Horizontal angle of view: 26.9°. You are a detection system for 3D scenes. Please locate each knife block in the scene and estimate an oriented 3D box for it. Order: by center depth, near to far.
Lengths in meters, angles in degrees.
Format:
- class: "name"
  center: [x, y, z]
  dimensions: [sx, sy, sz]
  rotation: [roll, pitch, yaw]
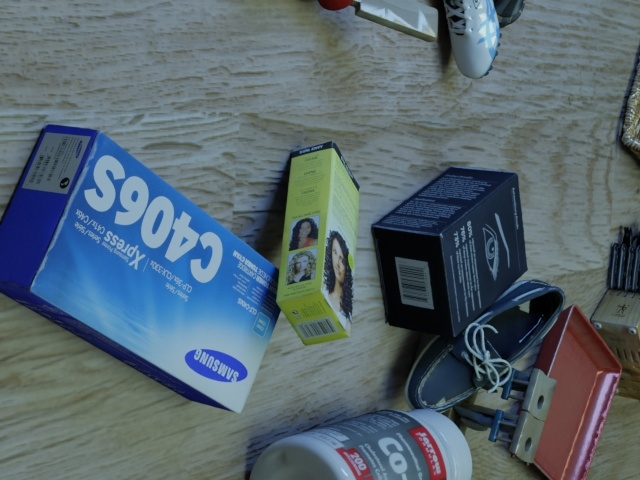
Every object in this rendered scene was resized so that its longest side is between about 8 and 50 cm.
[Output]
- class: "knife block"
  center: [0.574, 0.114, 2.352]
  dimensions: [0.242, 0.088, 0.275]
  rotation: [-50, 133, -34]

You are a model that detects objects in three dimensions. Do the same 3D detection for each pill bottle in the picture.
- class: "pill bottle"
  center: [0.058, 0.294, 1.632]
  dimensions: [0.283, 0.161, 0.161]
  rotation: [-7, 103, -53]

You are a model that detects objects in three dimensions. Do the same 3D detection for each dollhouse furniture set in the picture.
- class: "dollhouse furniture set"
  center: [0.221, 0.221, 1.863]
  dimensions: [0.184, 0.129, 0.129]
  rotation: [33, 71, -52]

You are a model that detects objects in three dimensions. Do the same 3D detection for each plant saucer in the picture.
- class: "plant saucer"
  center: [0.398, 0.267, 2.183]
  dimensions: [0.258, 0.048, 0.259]
  rotation: [45, 61, -48]

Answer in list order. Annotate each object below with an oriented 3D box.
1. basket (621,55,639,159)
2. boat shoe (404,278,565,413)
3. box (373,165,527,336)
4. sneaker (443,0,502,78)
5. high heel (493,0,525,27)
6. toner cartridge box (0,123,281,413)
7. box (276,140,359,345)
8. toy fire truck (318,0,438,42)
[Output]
- class: "basket"
  center: [0.677, -0.250, 2.306]
  dimensions: [0.223, 0.213, 0.299]
  rotation: [35, 69, -52]
- class: "boat shoe"
  center: [0.222, 0.144, 1.775]
  dimensions: [0.254, 0.079, 0.095]
  rotation: [-34, 97, -14]
- class: "box"
  center: [0.177, 0.011, 1.777]
  dimensions: [0.207, 0.108, 0.153]
  rotation: [-35, 124, -45]
- class: "sneaker"
  center: [0.182, -0.325, 1.741]
  dimensions: [0.086, 0.085, 0.237]
  rotation: [-19, 112, -34]
- class: "high heel"
  center: [0.233, -0.427, 1.818]
  dimensions: [0.186, 0.093, 0.261]
  rotation: [115, -30, -66]
- class: "toner cartridge box"
  center: [-0.171, 0.038, 1.341]
  dimensions: [0.348, 0.075, 0.165]
  rotation: [39, 67, -50]
- class: "box"
  center: [0.000, 0.000, 1.499]
  dimensions: [0.087, 0.058, 0.232]
  rotation: [58, 25, -43]
- class: "toy fire truck"
  center: [0.051, -0.350, 1.513]
  dimensions: [0.217, 0.158, 0.246]
  rotation: [-66, 153, -20]
